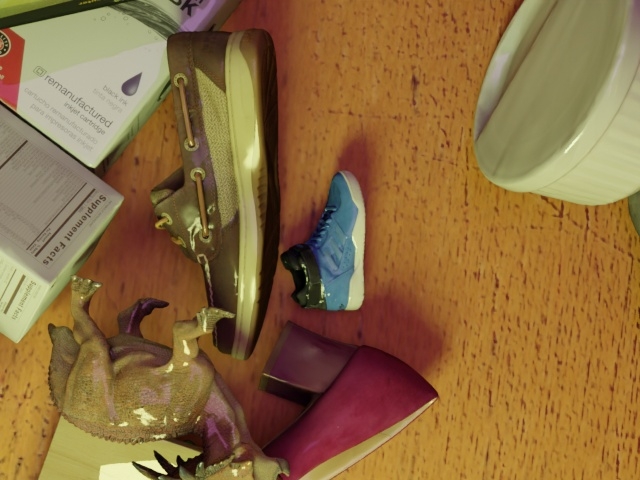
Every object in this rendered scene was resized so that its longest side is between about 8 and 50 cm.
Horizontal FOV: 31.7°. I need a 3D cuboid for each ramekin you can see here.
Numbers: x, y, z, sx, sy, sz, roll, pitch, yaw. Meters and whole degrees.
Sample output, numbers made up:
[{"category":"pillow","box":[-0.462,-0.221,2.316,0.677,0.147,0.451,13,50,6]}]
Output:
[{"category":"ramekin","box":[0.284,-0.161,1.176,0.127,0.273,0.273,21,82,-20]}]

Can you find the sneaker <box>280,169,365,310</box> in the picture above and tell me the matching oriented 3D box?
[{"category":"sneaker","box":[0.000,0.000,1.209,0.085,0.058,0.152,-1,92,-18]}]

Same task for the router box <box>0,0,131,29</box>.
[{"category":"router box","box":[-0.252,-0.262,0.980,0.309,0.243,0.081,-15,87,-10]}]

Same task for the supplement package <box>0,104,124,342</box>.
[{"category":"supplement package","box":[-0.341,-0.041,1.095,0.244,0.134,0.139,37,50,-4]}]

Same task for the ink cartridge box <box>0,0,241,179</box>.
[{"category":"ink cartridge box","box":[-0.228,-0.229,1.163,0.197,0.114,0.273,37,79,-5]}]

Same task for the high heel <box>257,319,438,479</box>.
[{"category":"high heel","box":[-0.020,0.272,1.131,0.181,0.127,0.377,22,74,3]}]

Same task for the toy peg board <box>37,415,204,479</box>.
[{"category":"toy peg board","box":[-0.205,0.257,1.154,0.161,0.079,0.160,20,98,-6]}]

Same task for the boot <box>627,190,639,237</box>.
[{"category":"boot","box":[0.513,-0.015,1.281,0.338,0.118,0.222,-12,90,1]}]

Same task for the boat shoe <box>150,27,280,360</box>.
[{"category":"boat shoe","box":[-0.110,-0.044,1.139,0.123,0.123,0.342,3,112,7]}]

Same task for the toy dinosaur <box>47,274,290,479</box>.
[{"category":"toy dinosaur","box":[-0.172,0.151,1.067,0.296,0.127,0.200,11,82,21]}]
